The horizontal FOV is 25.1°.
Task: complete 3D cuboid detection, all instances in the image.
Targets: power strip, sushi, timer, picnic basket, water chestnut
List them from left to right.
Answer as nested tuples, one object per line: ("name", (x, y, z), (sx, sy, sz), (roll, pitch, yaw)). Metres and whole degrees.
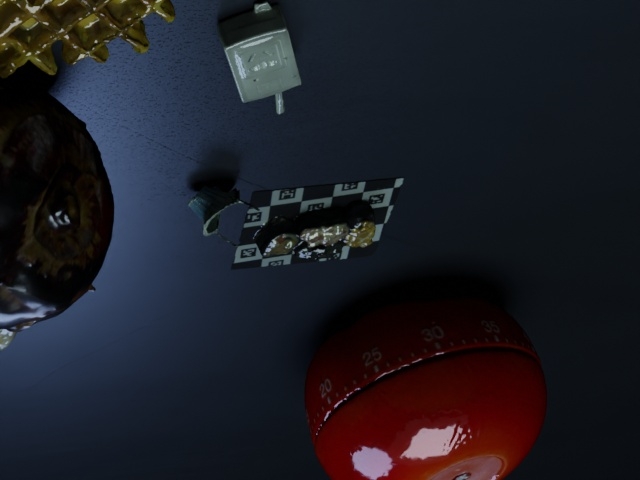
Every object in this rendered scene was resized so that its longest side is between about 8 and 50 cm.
("water chestnut", (-0.372, -0.042, 1.524), (0.300, 0.300, 0.300), (-12, 149, -8))
("picnic basket", (-0.123, -0.036, 1.811), (0.083, 0.083, 0.065), (36, 116, -2))
("power strip", (-0.063, -0.195, 1.613), (0.075, 0.042, 0.175), (-19, 150, 0))
("sushi", (0.000, 0.000, 1.952), (0.215, 0.050, 0.192), (-6, 148, -17))
("timer", (0.166, 0.258, 2.235), (0.378, 0.279, 0.378), (-14, 148, -9))

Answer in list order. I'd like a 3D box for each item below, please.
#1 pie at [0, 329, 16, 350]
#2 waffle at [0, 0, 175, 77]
("pie", (-0.538, 0.083, 1.801), (0.339, 0.077, 0.339), (-10, 147, -6))
("waffle", (-0.241, -0.280, 1.370), (0.260, 0.069, 0.293), (-9, 146, -17))
